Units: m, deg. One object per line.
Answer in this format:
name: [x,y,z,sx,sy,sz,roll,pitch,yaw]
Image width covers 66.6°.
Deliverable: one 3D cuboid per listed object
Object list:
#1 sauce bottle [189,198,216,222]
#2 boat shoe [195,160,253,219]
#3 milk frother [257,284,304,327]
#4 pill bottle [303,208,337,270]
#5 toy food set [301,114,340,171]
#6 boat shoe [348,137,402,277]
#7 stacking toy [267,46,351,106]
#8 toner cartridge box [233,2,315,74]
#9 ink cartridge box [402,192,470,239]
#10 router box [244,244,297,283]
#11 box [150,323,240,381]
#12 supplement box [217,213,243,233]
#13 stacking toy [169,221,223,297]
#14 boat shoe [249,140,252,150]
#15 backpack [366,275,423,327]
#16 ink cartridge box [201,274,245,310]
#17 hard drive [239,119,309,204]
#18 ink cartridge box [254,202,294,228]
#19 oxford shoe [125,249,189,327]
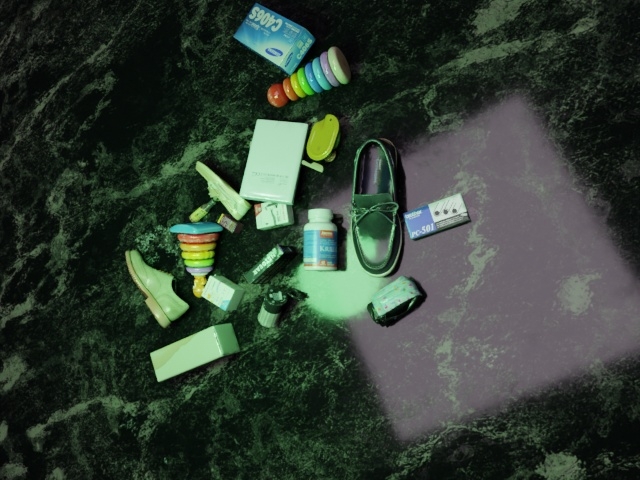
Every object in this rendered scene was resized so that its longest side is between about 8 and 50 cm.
sauce bottle: [-0.485,-0.123,2.011,0.128,0.042,0.042,-39,74,15]
boat shoe: [-0.406,-0.204,1.957,0.302,0.109,0.098,42,99,13]
milk frother: [-0.148,0.245,1.832,0.143,0.129,0.134,17,130,-6]
pill bottle: [0.000,0.000,1.776,0.124,0.124,0.221,-2,86,20]
toy food set: [0.019,-0.359,1.835,0.128,0.071,0.217,20,90,39]
boat shoe: [0.187,-0.121,1.702,0.187,0.156,0.499,1,87,19]
stacking toy: [-0.055,-0.601,1.858,0.330,0.141,0.141,-19,79,25]
toner cartridge box: [-0.185,-0.785,1.886,0.348,0.075,0.165,43,102,36]
ink cartridge box: [0.398,-0.080,1.676,0.207,0.046,0.097,-20,78,18]
router box: [-0.184,0.092,1.832,0.179,0.133,0.046,-42,74,12]
box: [-0.489,0.439,1.912,0.311,0.148,0.121,-25,77,15]
supplement box: [-0.360,-0.067,1.953,0.083,0.055,0.043,34,99,20]
stacking toy: [-0.485,0.080,1.950,0.175,0.166,0.301,3,98,36]
boat shoe: [-0.254,-0.332,1.943,0.043,0.049,0.137,-40,69,55]
backpack: [0.254,0.208,1.659,0.182,0.152,0.115,-36,70,8]
ink cartridge box: [-0.390,0.203,1.922,0.143,0.090,0.092,27,95,20]
hard drive: [-0.175,-0.303,1.869,0.210,0.040,0.318,8,78,13]
ink cartridge box: [-0.179,-0.102,1.887,0.135,0.056,0.099,-12,81,20]
oxford shoe: [-0.684,0.178,2.036,0.147,0.140,0.397,-32,68,-17]
